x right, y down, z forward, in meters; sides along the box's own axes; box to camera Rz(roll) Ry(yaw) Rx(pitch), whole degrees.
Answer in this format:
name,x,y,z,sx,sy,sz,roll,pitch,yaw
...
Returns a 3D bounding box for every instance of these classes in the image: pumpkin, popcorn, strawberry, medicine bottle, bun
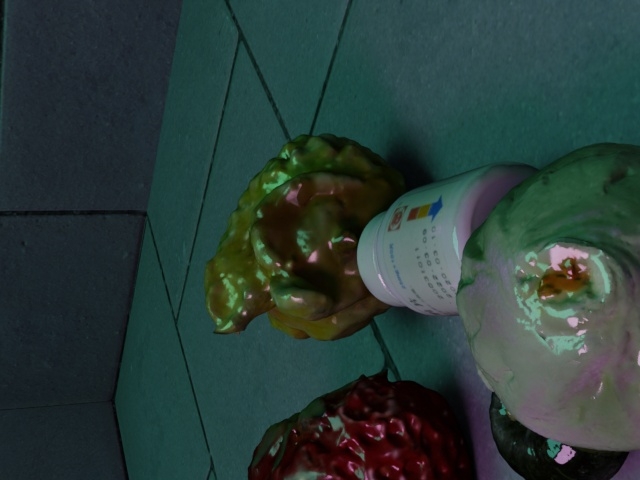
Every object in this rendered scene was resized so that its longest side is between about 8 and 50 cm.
name,x,y,z,sx,sy,sz,roll,pitch,yaw
pumpkin,0.253,0.186,0.999,0.167,0.125,0.167,24,122,46
popcorn,-0.002,0.009,1.396,0.274,0.279,0.336,13,83,48
strawberry,0.073,0.373,1.281,0.317,0.295,0.345,-31,76,24
medicine bottle,0.163,0.008,1.147,0.293,0.170,0.170,167,101,-66
bun,0.236,0.044,0.846,0.293,0.187,0.293,-16,67,41
